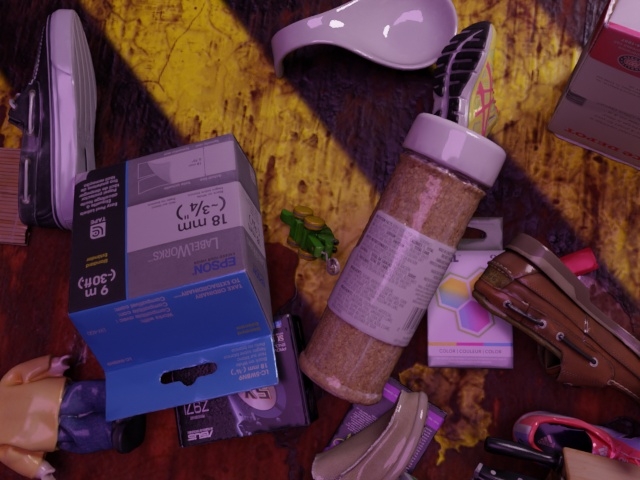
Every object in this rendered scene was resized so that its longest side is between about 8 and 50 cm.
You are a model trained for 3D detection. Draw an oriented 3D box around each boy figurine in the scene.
[{"bbox_3d":[-0.394,0.250,0.941,0.285,0.092,0.177,-2,81,9],"label":"boy figurine"}]

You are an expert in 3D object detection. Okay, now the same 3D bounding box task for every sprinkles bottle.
[{"bbox_3d":[0.097,0.025,0.833,0.121,0.121,0.356,27,97,12],"label":"sprinkles bottle"}]

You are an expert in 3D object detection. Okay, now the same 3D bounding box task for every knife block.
[{"bbox_3d":[0.311,0.294,0.755,0.275,0.088,0.242,-28,111,25],"label":"knife block"}]

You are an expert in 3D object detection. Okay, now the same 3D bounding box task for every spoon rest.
[{"bbox_3d":[0.059,-0.296,0.964,0.276,0.084,0.137,-10,80,8],"label":"spoon rest"}]

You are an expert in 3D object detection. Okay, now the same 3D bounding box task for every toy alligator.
[{"bbox_3d":[0.000,0.000,0.910,0.051,0.189,0.056,0,114,-28],"label":"toy alligator"}]

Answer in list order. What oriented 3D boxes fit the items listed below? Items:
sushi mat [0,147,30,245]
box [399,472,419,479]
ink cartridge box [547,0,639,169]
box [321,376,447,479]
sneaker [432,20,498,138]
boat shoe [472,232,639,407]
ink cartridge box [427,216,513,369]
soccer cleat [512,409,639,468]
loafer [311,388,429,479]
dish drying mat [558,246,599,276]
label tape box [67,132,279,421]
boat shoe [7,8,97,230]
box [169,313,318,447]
[{"bbox_3d":[-0.595,-0.079,1.060,0.316,0.019,0.152,5,81,9],"label":"sushi mat"},{"bbox_3d":[0.128,0.366,0.830,0.101,0.087,0.102,33,87,-8],"label":"box"},{"bbox_3d":[0.411,-0.192,0.793,0.207,0.283,0.117,25,82,11],"label":"ink cartridge box"},{"bbox_3d":[0.079,0.269,0.898,0.116,0.029,0.162,32,86,13],"label":"box"},{"bbox_3d":[0.209,-0.197,0.928,0.094,0.081,0.209,14,93,-34],"label":"sneaker"},{"bbox_3d":[0.315,0.130,0.827,0.307,0.111,0.104,43,89,-2],"label":"boat shoe"},{"bbox_3d":[0.197,0.065,0.895,0.108,0.062,0.209,0,81,9],"label":"ink cartridge box"},{"bbox_3d":[0.361,0.266,0.820,0.247,0.095,0.083,13,79,11],"label":"soccer cleat"},{"bbox_3d":[0.037,0.288,0.834,0.092,0.102,0.269,36,89,7],"label":"loafer"},{"bbox_3d":[0.332,0.038,0.907,0.083,0.008,0.032,-21,78,5],"label":"dish drying mat"},{"bbox_3d":[-0.197,0.041,0.885,0.240,0.106,0.334,-14,59,6],"label":"label tape box"},{"bbox_3d":[-0.405,-0.181,0.992,0.119,0.121,0.336,-2,82,-1],"label":"boat shoe"},{"bbox_3d":[-0.107,0.190,0.913,0.180,0.077,0.148,-11,80,7],"label":"box"}]
